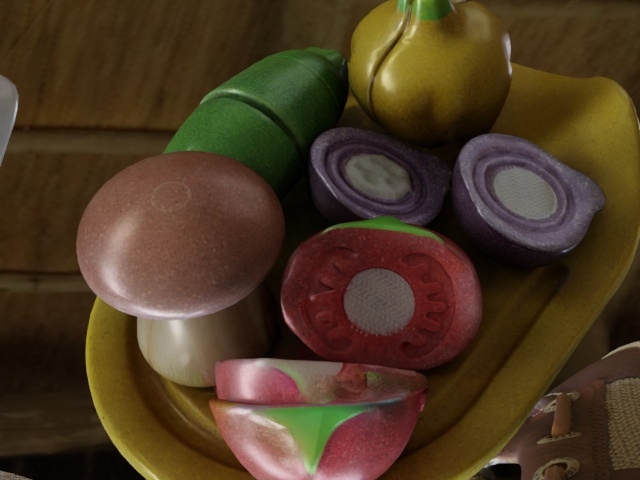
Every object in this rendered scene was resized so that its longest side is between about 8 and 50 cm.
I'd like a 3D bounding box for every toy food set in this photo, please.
[{"bbox_3d":[0.000,0.000,0.400,0.218,0.128,0.071,-51,-30,-31],"label":"toy food set"}]

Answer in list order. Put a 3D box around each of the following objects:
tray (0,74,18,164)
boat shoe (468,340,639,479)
[{"bbox_3d":[-0.173,0.051,0.342,0.145,0.030,0.270,16,-116,-7],"label":"tray"},{"bbox_3d":[0.078,0.102,0.504,0.123,0.342,0.123,-1,-85,1],"label":"boat shoe"}]
